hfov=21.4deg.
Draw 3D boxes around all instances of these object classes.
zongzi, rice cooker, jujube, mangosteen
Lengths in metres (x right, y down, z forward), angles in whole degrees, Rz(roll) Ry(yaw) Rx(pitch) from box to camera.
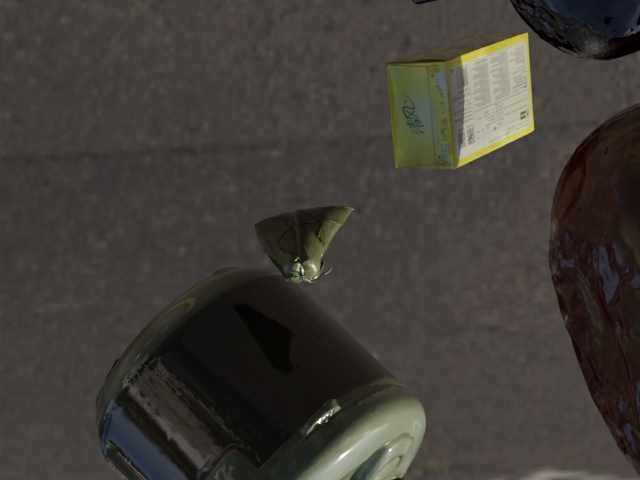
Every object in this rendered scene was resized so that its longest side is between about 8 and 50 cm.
[{"bbox_3d":[0.000,0.000,1.856,0.119,0.109,0.055,-16,122,-15],"label":"zongzi"},{"bbox_3d":[-0.061,0.234,1.978,0.335,0.325,0.335,-40,158,-20],"label":"rice cooker"},{"bbox_3d":[0.293,0.043,1.310,0.223,0.318,0.223,-7,155,-3],"label":"jujube"},{"bbox_3d":[0.193,-0.199,1.139,0.152,0.152,0.152,0,156,0],"label":"mangosteen"}]

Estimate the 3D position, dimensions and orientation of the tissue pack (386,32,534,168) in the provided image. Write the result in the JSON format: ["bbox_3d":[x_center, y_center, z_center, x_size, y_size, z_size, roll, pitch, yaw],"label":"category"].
[{"bbox_3d":[0.127,-0.127,1.516,0.062,0.095,0.176,2,-165,30],"label":"tissue pack"}]

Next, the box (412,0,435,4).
[{"bbox_3d":[0.158,-0.260,1.579,0.126,0.027,0.125,-34,-161,-36],"label":"box"}]
